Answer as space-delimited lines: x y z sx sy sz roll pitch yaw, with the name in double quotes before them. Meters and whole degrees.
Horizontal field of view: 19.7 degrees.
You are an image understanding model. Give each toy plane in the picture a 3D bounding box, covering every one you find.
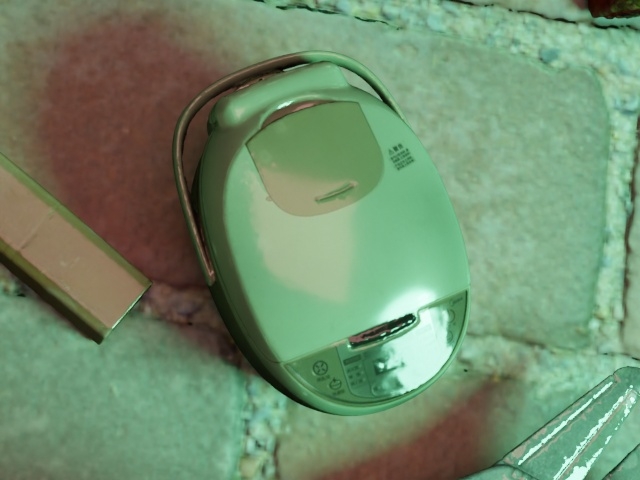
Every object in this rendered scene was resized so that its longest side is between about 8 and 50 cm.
"toy plane" 0.079 0.179 1.047 0.267 0.088 0.212 0 78 -4

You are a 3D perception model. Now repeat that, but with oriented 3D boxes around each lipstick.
"lipstick" -0.165 -0.005 1.045 0.145 0.045 0.045 41 73 -3

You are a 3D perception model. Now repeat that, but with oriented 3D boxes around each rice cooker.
"rice cooker" 0.000 0.000 1.040 0.145 0.127 0.206 -21 81 -16

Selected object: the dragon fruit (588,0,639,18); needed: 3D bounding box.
"dragon fruit" 0.234 -0.216 1.135 0.120 0.127 0.161 -6 81 -21
